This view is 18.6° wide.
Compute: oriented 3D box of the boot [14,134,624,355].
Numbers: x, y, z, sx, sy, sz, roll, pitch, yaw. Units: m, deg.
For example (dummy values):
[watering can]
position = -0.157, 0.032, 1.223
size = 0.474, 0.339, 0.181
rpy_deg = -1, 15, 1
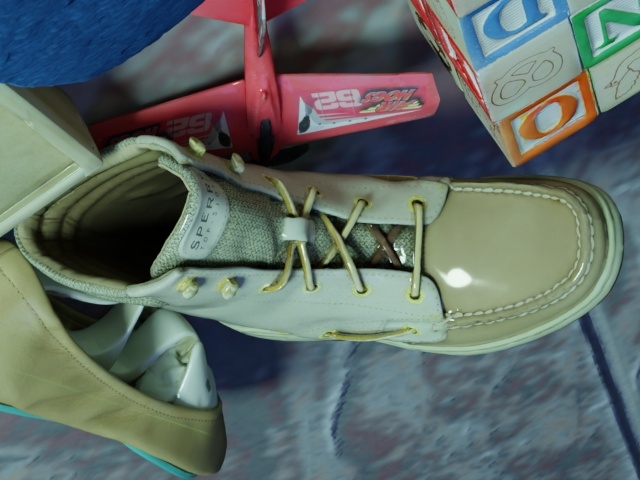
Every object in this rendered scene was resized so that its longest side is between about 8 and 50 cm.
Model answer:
[boot]
position = 0.000, 0.000, 0.802
size = 0.213, 0.077, 0.165
rpy_deg = -4, 167, 32

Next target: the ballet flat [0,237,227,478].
[ballet flat]
position = -0.092, 0.056, 0.891
size = 0.073, 0.080, 0.232
rpy_deg = -50, 150, 6

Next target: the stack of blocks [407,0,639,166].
[stack of blocks]
position = 0.166, -0.170, 0.755
size = 0.297, 0.087, 0.171
rpy_deg = -31, 152, 1

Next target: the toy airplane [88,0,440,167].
[toy airplane]
position = -0.027, -0.067, 0.793
size = 0.151, 0.028, 0.151
rpy_deg = -9, 154, -5

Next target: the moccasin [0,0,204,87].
[moccasin]
position = -0.104, -0.136, 0.513
size = 0.138, 0.117, 0.342
rpy_deg = -45, 165, 3

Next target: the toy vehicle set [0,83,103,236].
[toy vehicle set]
position = -0.229, 0.004, 0.712
size = 0.267, 0.035, 0.166
rpy_deg = -34, 152, 6
